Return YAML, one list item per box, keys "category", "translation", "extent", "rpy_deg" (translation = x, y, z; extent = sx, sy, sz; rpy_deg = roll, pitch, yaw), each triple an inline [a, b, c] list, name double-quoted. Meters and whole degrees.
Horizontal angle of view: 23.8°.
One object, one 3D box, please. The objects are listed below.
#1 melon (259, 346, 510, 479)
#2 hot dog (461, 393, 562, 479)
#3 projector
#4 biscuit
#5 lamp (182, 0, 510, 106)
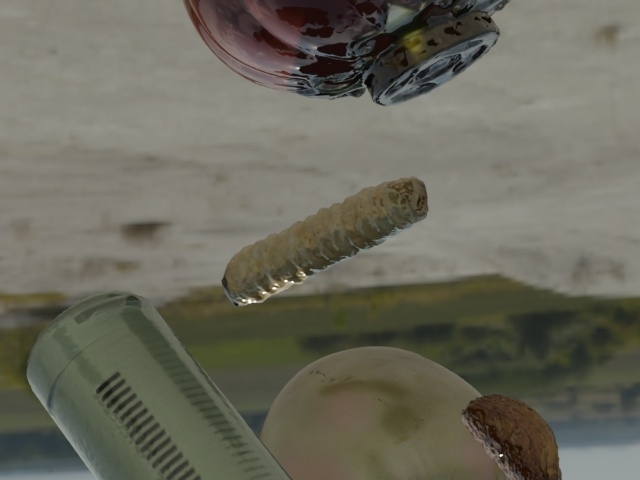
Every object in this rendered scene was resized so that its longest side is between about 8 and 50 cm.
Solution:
- category: "melon"
  translation: [0.057, 0.213, 1.434]
  extent: [0.223, 0.223, 0.317]
  rpy_deg: [-1, -175, -19]
- category: "hot dog"
  translation: [0.129, 0.135, 0.996]
  extent: [0.035, 0.083, 0.058]
  rpy_deg: [-34, 157, -17]
- category: "projector"
  translation: [-0.067, 0.178, 0.993]
  extent: [0.108, 0.337, 0.108]
  rpy_deg: [-29, 147, -22]
- category: "biscuit"
  translation: [0.000, 0.000, 1.422]
  extent: [0.219, 0.061, 0.055]
  rpy_deg: [-24, 120, 27]
- category: "lamp"
  translation: [0.033, -0.241, 1.192]
  extent: [0.303, 0.257, 0.303]
  rpy_deg: [-27, 173, -3]
